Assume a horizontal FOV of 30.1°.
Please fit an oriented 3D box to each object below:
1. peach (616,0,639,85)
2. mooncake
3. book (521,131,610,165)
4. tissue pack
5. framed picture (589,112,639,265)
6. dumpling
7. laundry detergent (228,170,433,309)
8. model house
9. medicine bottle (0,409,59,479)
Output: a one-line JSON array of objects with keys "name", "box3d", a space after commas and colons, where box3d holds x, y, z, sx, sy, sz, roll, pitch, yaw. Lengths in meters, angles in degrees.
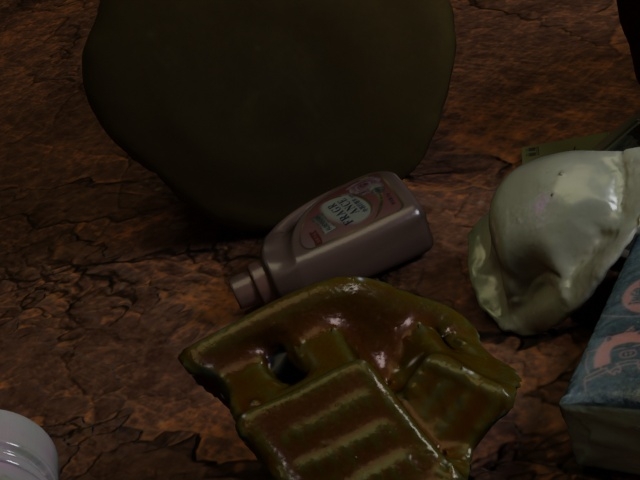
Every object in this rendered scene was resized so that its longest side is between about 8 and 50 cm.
[{"name": "peach", "box3d": [0.496, -0.270, 1.302, 0.310, 0.335, 0.406, -21, 28, -34]}, {"name": "mooncake", "box3d": [-0.064, -0.255, 1.516, 0.467, 0.467, 0.262, -16, 25, 5]}, {"name": "book", "box3d": [0.304, -0.101, 1.464, 0.111, 0.014, 0.077, -9, 32, 15]}, {"name": "tissue pack", "box3d": [0.368, 0.077, 1.046, 0.228, 0.103, 0.315, 4, 37, 31]}, {"name": "framed picture", "box3d": [0.362, -0.061, 1.346, 0.250, 0.016, 0.184, -36, 40, -28]}, {"name": "dumpling", "box3d": [0.244, 0.002, 1.200, 0.252, 0.131, 0.179, -23, 43, 43]}, {"name": "laundry detergent", "box3d": [0.000, 0.000, 1.412, 0.237, 0.076, 0.171, -23, 29, -4]}, {"name": "model house", "box3d": [0.051, 0.149, 1.032, 0.268, 0.173, 0.239, -27, 30, -8]}, {"name": "medicine bottle", "box3d": [-0.301, 0.283, 1.011, 0.170, 0.170, 0.293, -18, 30, 1]}]
